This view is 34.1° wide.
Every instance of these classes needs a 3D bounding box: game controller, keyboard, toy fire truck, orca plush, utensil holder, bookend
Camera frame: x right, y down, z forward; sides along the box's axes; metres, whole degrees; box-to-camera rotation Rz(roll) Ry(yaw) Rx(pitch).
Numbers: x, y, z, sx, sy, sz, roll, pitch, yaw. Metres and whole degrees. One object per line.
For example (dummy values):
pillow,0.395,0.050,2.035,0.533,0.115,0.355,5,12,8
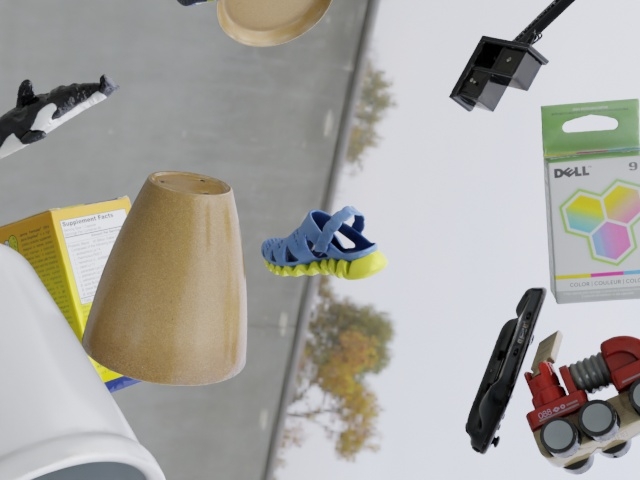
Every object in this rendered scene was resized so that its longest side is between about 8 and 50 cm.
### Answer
game controller,0.326,0.215,1.787,0.319,0.067,0.166,-58,175,-47
keyboard,0.473,-0.468,2.385,0.317,0.033,0.201,-44,-171,45
toy fire truck,0.414,0.210,1.610,0.158,0.217,0.246,45,22,-52
orca plush,-0.531,-0.260,1.986,0.102,0.287,0.151,60,18,-22
utensil holder,-0.420,0.229,1.282,0.385,0.327,0.328,51,-37,32
bookend,0.380,-0.346,2.241,0.156,0.072,0.157,30,-89,54

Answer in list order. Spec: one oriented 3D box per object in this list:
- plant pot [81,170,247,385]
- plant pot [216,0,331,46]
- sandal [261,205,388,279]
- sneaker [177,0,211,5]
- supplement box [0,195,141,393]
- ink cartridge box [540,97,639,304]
plant pot,-0.204,0.038,1.475,0.237,0.237,0.254,-100,-160,-73
plant pot,-0.089,-0.469,1.996,0.236,0.236,0.032,108,-34,-50
sandal,0.000,0.000,2.102,0.317,0.126,0.138,-2,-74,43
sneaker,-0.179,-0.395,1.629,0.144,0.059,0.053,17,-60,45
supplement box,-0.454,0.116,2.003,0.195,0.194,0.357,-14,-90,39
ink cartridge box,0.296,-0.042,1.111,0.062,0.109,0.209,-58,143,-78
